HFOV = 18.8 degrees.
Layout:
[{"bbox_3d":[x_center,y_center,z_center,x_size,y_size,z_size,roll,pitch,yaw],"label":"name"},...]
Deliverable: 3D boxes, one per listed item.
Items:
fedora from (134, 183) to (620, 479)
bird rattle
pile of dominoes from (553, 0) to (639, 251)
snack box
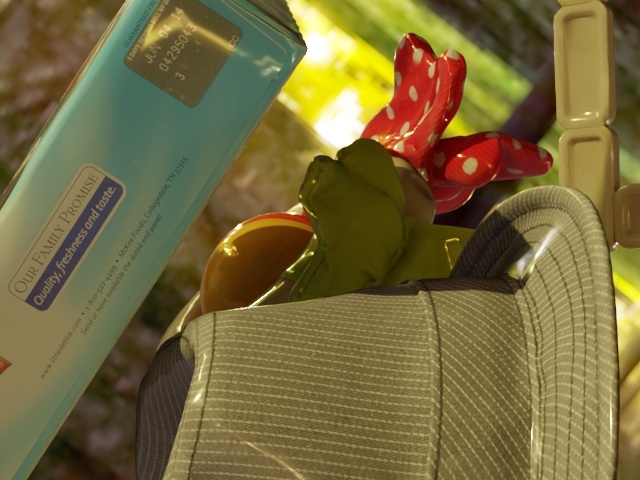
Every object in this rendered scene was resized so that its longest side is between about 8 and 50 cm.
[{"bbox_3d":[-0.005,0.101,0.645,0.124,0.243,0.275,11,143,-7],"label":"fedora"},{"bbox_3d":[0.000,0.000,0.951,0.143,0.207,0.253,49,-162,-20],"label":"bird rattle"},{"bbox_3d":[0.197,-0.122,0.861,0.196,0.251,0.040,-3,176,39],"label":"pile of dominoes"},{"bbox_3d":[-0.084,-0.030,0.767,0.060,0.187,0.322,32,-172,-9],"label":"snack box"}]
